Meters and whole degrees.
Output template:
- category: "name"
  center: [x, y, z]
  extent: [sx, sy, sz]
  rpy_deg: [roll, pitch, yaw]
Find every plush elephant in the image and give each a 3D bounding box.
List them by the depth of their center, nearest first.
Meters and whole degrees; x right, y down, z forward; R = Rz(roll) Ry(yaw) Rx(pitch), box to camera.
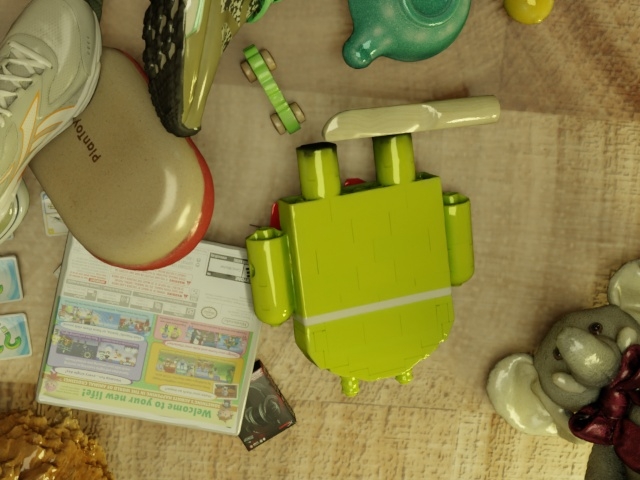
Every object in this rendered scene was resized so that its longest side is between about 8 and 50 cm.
- category: "plush elephant"
  center: [0.321, 0.160, 1.414]
  extent: [0.255, 0.330, 0.272]
  rpy_deg: [43, 94, 11]

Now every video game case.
- category: "video game case"
  center: [-0.167, 0.087, 1.407]
  extent: [0.212, 0.023, 0.193]
  rpy_deg: [11, 92, -12]

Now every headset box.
- category: "headset box"
  center: [-0.073, 0.173, 1.477]
  extent: [0.062, 0.032, 0.083]
  rpy_deg: [-30, 105, 1]

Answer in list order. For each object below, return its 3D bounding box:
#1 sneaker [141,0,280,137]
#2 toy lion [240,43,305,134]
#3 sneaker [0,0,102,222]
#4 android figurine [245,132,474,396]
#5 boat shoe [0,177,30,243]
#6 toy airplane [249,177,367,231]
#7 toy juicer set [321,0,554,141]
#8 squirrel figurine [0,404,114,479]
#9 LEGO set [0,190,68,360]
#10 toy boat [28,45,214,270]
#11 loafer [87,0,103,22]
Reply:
- category: "sneaker"
  center: [-0.040, -0.279, 1.282]
  extent: [0.182, 0.158, 0.410]
  rpy_deg: [19, 80, -16]
- category: "toy lion"
  center: [-0.048, -0.150, 1.379]
  extent: [0.034, 0.096, 0.100]
  rpy_deg: [-29, 104, 1]
- category: "sneaker"
  center: [-0.289, -0.116, 1.256]
  extent: [0.099, 0.121, 0.262]
  rpy_deg: [29, 91, 6]
- category: "android figurine"
  center: [0.048, 0.027, 1.419]
  extent: [0.248, 0.056, 0.273]
  rpy_deg: [-13, 106, -18]
- category: "boat shoe"
  center: [-0.434, 0.003, 1.357]
  extent: [0.302, 0.094, 0.109]
  rpy_deg: [-19, 101, 6]
- category: "toy airplane"
  center: [0.000, 0.000, 1.450]
  extent: [0.151, 0.028, 0.151]
  rpy_deg: [-1, 100, -6]
- category: "toy juicer set"
  center: [0.126, -0.236, 1.390]
  extent: [0.209, 0.089, 0.329]
  rpy_deg: [14, 92, -21]
- category: "squirrel figurine"
  center: [-0.310, 0.374, 1.382]
  extent: [0.370, 0.281, 0.397]
  rpy_deg: [7, 104, -14]
- category: "LEGO set"
  center: [-0.265, 0.038, 1.419]
  extent: [0.244, 0.060, 0.182]
  rpy_deg: [-6, 106, -5]
- category: "toy boat"
  center: [-0.184, -0.072, 1.363]
  extent: [0.151, 0.151, 0.231]
  rpy_deg: [-42, 62, 13]
- category: "loafer"
  center: [-0.273, -0.328, 1.334]
  extent: [0.084, 0.096, 0.268]
  rpy_deg: [-7, 96, 16]
